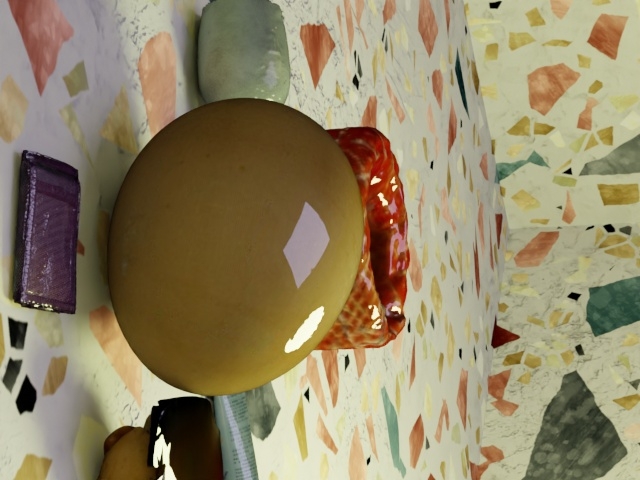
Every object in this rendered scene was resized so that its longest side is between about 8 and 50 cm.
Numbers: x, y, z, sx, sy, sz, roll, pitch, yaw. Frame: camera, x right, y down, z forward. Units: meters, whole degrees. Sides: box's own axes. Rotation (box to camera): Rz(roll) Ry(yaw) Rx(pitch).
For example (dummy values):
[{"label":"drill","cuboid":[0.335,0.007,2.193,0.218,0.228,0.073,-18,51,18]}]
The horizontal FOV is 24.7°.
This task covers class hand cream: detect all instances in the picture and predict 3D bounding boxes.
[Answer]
[{"label":"hand cream","cuboid":[-0.117,0.290,2.072,0.088,0.055,0.256,-11,96,-65]}]

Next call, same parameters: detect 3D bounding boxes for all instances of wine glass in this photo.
[{"label":"wine glass","cuboid":[-0.108,-0.177,2.032,0.143,0.143,0.321,32,57,-70]}]

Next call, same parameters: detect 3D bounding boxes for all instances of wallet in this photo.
[{"label":"wallet","cuboid":[-0.292,-0.006,1.571,0.111,0.030,0.166,28,61,-72]}]

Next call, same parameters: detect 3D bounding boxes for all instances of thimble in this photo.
[{"label":"thimble","cuboid":[0.000,0.000,2.205,0.350,0.231,0.350,-4,90,-73]}]

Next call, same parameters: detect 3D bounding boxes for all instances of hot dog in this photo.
[{"label":"hot dog","cuboid":[-0.203,0.331,1.700,0.194,0.107,0.326,0,97,-64]}]

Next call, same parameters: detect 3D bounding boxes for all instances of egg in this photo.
[{"label":"egg","cuboid":[-0.101,0.005,1.736,0.301,0.301,0.374,66,28,-51]}]
